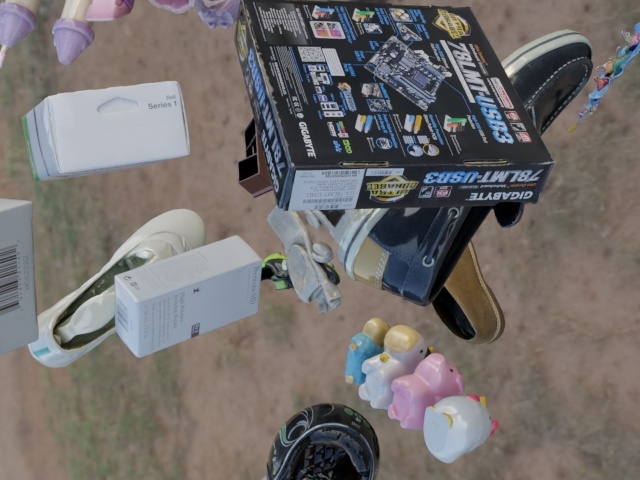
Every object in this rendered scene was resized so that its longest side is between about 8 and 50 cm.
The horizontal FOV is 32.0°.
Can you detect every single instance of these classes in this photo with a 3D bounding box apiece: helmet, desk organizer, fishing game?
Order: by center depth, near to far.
[{"bbox_3d":[0.004,0.311,1.567,0.161,0.169,0.169,153,107,-84],"label":"helmet"},{"bbox_3d":[0.466,-0.289,1.752,0.041,0.264,0.189,35,175,2],"label":"fishing game"},{"bbox_3d":[-0.108,-0.140,1.843,0.047,0.050,0.130,-22,53,22],"label":"desk organizer"}]

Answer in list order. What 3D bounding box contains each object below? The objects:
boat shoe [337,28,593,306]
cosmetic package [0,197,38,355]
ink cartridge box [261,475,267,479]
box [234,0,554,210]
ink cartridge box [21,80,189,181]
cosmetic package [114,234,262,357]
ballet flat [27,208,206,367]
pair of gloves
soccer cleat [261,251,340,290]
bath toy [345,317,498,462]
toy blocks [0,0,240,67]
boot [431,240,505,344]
[{"bbox_3d":[0.237,-0.100,1.557,0.156,0.500,0.187,36,159,22],"label":"boat shoe"},{"bbox_3d":[-0.672,0.042,1.739,0.453,0.161,0.230,6,103,22],"label":"cosmetic package"},{"bbox_3d":[-0.067,0.428,1.774,0.092,0.143,0.090,42,139,-2],"label":"ink cartridge box"},{"bbox_3d":[0.072,-0.159,1.246,0.073,0.293,0.295,107,155,-44],"label":"box"},{"bbox_3d":[-0.266,-0.130,1.363,0.219,0.160,0.093,-178,78,-69],"label":"ink cartridge box"},{"bbox_3d":[-0.209,0.087,1.776,0.085,0.231,0.117,43,140,39],"label":"cosmetic package"},{"bbox_3d":[-0.335,0.082,1.962,0.139,0.400,0.139,38,153,24],"label":"ballet flat"},{"bbox_3d":[0.000,0.000,1.760,0.240,0.042,0.204,-41,72,53],"label":"pair of gloves"},{"bbox_3d":[-0.042,0.065,2.005,0.179,0.072,0.060,9,130,41],"label":"soccer cleat"},{"bbox_3d":[0.178,0.250,1.903,0.348,0.129,0.151,37,120,55],"label":"bath toy"},{"bbox_3d":[-0.277,-0.329,1.453,0.309,0.288,0.260,57,-141,-61],"label":"toy blocks"},{"bbox_3d":[0.217,0.048,1.990,0.112,0.115,0.305,-39,70,26],"label":"boot"}]
